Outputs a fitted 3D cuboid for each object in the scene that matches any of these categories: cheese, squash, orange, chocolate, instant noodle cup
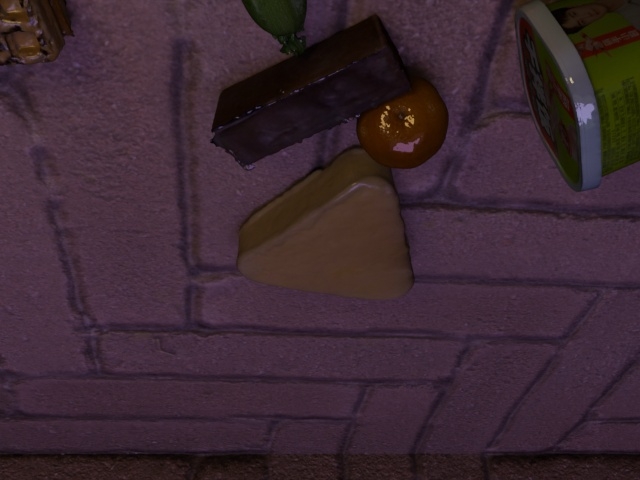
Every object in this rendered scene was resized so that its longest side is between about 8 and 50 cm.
[{"bbox_3d":[0.000,-0.001,1.411,0.383,0.104,0.384,-2,141,-2],"label":"cheese"},{"bbox_3d":[-0.084,-0.398,0.925,0.101,0.102,0.379,-10,142,8],"label":"squash"},{"bbox_3d":[0.135,-0.194,1.155,0.154,0.155,0.134,-15,177,13],"label":"orange"},{"bbox_3d":[-0.025,-0.238,1.117,0.321,0.112,0.112,-23,139,20],"label":"chocolate"},{"bbox_3d":[0.481,-0.259,1.033,0.307,0.294,0.294,-20,139,8],"label":"instant noodle cup"}]

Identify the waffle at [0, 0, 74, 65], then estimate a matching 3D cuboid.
[{"bbox_3d":[-0.553,-0.354,0.931,0.375,0.114,0.261,-4,138,0],"label":"waffle"}]
